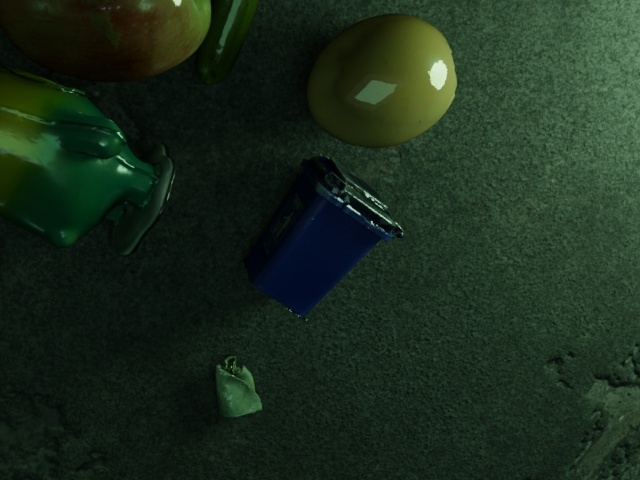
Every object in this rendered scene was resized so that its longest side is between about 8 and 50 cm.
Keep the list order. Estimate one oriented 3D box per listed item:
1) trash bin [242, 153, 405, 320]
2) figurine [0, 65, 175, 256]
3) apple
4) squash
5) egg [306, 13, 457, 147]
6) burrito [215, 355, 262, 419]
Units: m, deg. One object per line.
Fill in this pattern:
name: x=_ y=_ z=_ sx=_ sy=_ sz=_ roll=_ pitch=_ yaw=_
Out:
trash bin: x=0.000 y=0.000 z=1.595 sx=0.184 sy=0.162 sz=0.234 roll=35 pitch=101 yaw=-23
figurine: x=-0.401 y=-0.114 z=1.387 sx=0.340 sy=0.323 sz=0.232 roll=22 pitch=62 yaw=-28
apple: x=-0.309 y=-0.367 z=1.298 sx=0.277 sy=0.319 sz=0.319 roll=-12 pitch=112 yaw=8
squash: x=-0.133 y=-0.357 z=1.479 sx=0.066 sy=0.066 sz=0.252 roll=16 pitch=102 yaw=-21
egg: x=0.088 y=-0.243 z=1.505 sx=0.244 sy=0.201 sz=0.201 roll=-25 pitch=115 yaw=-31
burrito: x=-0.147 y=0.255 z=1.695 sx=0.074 sy=0.044 sz=0.118 roll=-14 pitch=113 yaw=-14
